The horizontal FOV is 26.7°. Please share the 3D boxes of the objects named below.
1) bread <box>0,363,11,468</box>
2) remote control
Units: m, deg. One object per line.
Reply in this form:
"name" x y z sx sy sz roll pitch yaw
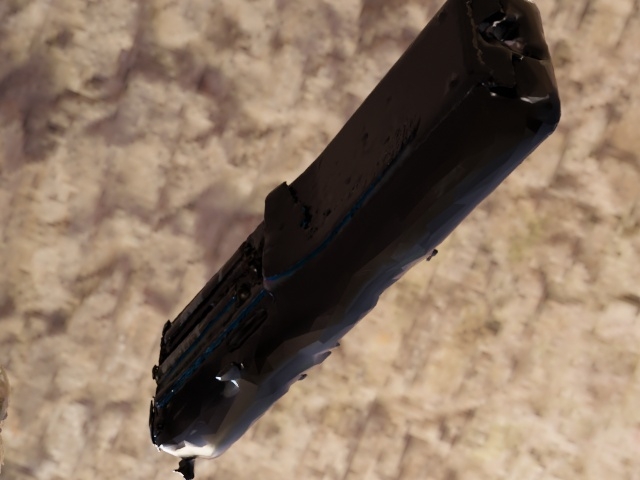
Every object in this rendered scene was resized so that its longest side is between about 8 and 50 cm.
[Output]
"bread" -0.327 0.181 0.866 0.054 0.316 0.316 62 -152 -23
"remote control" 0.000 0.000 0.861 0.399 0.062 0.145 -48 30 35
